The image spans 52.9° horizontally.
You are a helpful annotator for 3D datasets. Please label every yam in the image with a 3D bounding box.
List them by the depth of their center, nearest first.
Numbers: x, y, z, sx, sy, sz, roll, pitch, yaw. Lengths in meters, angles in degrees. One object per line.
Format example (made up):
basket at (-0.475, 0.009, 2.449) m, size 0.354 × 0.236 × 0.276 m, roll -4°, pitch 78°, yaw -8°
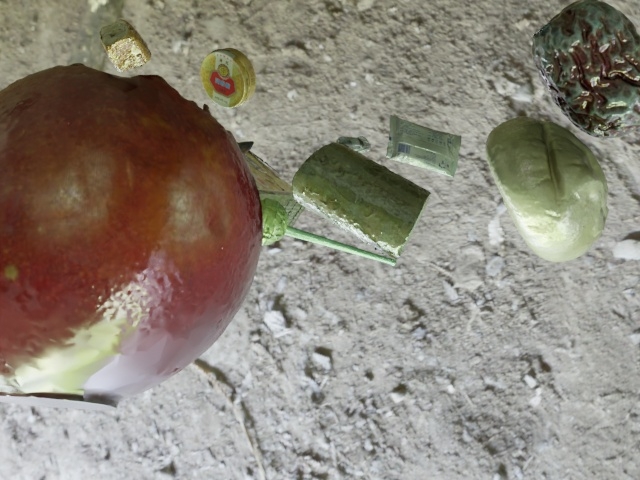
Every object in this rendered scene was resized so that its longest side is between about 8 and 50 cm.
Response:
yam at (0.089, -0.086, 1.325) m, size 0.268 × 0.161 × 0.161 m, roll 31°, pitch 110°, yaw 18°

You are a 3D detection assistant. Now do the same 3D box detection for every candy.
candy at (0.000, 0.000, 1.260) m, size 0.092 × 0.336 × 0.093 m, roll -128°, pitch 58°, yaw -71°

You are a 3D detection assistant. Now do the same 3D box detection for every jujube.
jujube at (0.618, -0.386, 1.450) m, size 0.317 × 0.226 × 0.226 m, roll 45°, pitch 121°, yaw -10°

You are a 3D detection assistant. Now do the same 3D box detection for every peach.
peach at (-0.250, 0.024, 0.691) m, size 0.406 × 0.335 × 0.310 m, roll -21°, pitch 55°, yaw 37°

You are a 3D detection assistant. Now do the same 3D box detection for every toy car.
toy car at (0.079, -0.223, 1.491) m, size 0.025 × 0.093 × 0.041 m, roll -43°, pitch 62°, yaw 52°

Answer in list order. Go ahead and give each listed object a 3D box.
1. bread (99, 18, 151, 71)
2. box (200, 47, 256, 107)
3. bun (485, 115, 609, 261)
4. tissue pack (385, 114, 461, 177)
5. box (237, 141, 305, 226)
bread at (-0.377, -0.377, 1.242) m, size 0.077 × 0.070 × 0.083 m, roll -25°, pitch 51°, yaw -6°
box at (-0.166, -0.293, 1.161) m, size 0.106 × 0.037 × 0.105 m, roll 17°, pitch 125°, yaw 26°
bun at (0.530, -0.130, 1.476) m, size 0.219 × 0.365 × 0.365 m, roll -26°, pitch 77°, yaw 20°
tissue pack at (0.253, -0.229, 1.566) m, size 0.026 × 0.193 × 0.122 m, roll 135°, pitch 147°, yaw -62°
box at (-0.264, -0.162, 1.566) m, size 0.373 × 0.420 × 0.138 m, roll 36°, pitch 102°, yaw 15°
